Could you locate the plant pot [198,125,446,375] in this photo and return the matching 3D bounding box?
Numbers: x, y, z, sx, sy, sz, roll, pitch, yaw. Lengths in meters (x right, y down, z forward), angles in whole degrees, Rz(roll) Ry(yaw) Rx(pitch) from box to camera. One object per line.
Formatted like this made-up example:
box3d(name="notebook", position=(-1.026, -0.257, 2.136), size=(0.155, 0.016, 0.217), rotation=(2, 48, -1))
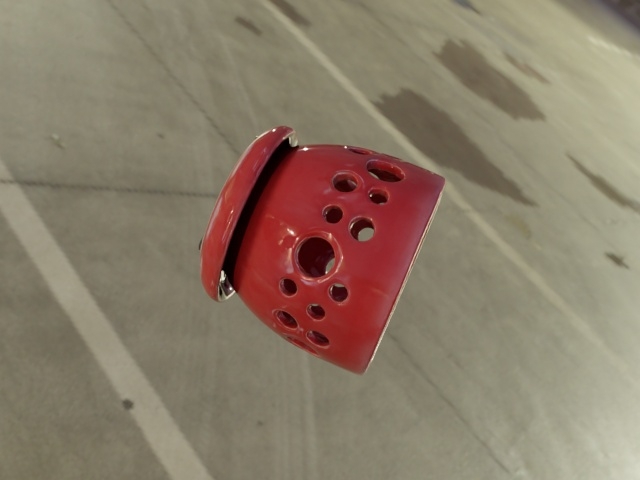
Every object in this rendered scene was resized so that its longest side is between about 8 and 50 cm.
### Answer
box3d(name="plant pot", position=(0.000, 0.000, 0.889), size=(0.174, 0.191, 0.191), rotation=(24, 22, 8))
